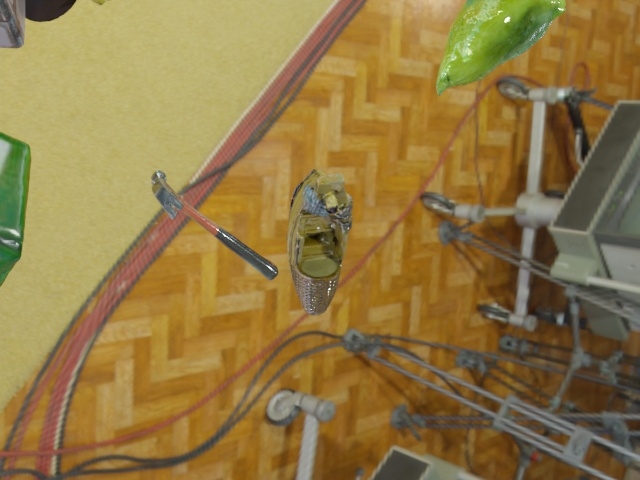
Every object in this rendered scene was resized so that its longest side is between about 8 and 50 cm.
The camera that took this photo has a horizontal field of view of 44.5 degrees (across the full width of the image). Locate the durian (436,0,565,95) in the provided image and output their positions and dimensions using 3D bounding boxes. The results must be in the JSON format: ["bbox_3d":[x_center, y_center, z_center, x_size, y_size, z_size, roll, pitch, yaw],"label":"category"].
[{"bbox_3d":[0.274,-0.324,1.207,0.250,0.101,0.139,-35,134,-20],"label":"durian"}]

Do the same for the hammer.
[{"bbox_3d":[-0.187,-0.017,1.411,0.287,0.111,0.033,39,100,-29],"label":"hammer"}]

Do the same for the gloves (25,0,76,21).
[{"bbox_3d":[-0.492,-0.468,1.202,0.116,0.294,0.133,-12,143,-52],"label":"gloves"}]

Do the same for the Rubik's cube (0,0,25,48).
[{"bbox_3d":[-0.511,-0.413,0.895,0.301,0.304,0.305,0,84,-14],"label":"Rubik's cube"}]

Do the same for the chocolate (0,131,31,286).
[{"bbox_3d":[-0.510,-0.028,0.799,0.360,0.341,0.161,26,47,-25],"label":"chocolate"}]

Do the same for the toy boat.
[{"bbox_3d":[0.000,0.000,0.603,0.047,0.049,0.149,-8,140,-14],"label":"toy boat"}]

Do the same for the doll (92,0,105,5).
[{"bbox_3d":[-0.210,-0.352,0.903,0.145,0.096,0.188,7,107,-82],"label":"doll"}]
